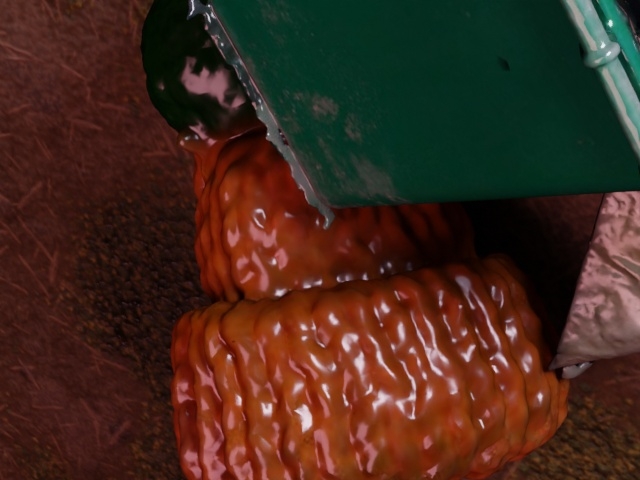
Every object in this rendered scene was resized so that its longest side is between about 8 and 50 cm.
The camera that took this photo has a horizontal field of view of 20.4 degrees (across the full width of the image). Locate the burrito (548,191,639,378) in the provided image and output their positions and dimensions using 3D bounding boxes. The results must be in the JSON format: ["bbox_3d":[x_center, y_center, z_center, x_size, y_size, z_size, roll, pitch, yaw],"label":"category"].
[{"bbox_3d":[0.278,-0.025,1.123,0.347,0.107,0.175,-16,89,39],"label":"burrito"}]

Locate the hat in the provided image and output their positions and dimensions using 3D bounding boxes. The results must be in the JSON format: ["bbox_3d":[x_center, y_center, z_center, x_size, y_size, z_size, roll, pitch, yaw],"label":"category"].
[{"bbox_3d":[0.000,0.000,1.305,0.285,0.285,0.400,-27,74,47],"label":"hat"}]

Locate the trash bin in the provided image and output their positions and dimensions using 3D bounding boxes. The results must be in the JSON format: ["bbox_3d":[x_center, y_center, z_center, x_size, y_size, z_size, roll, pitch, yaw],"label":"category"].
[{"bbox_3d":[0.122,-0.139,1.024,0.381,0.295,0.259,-12,113,51],"label":"trash bin"}]
